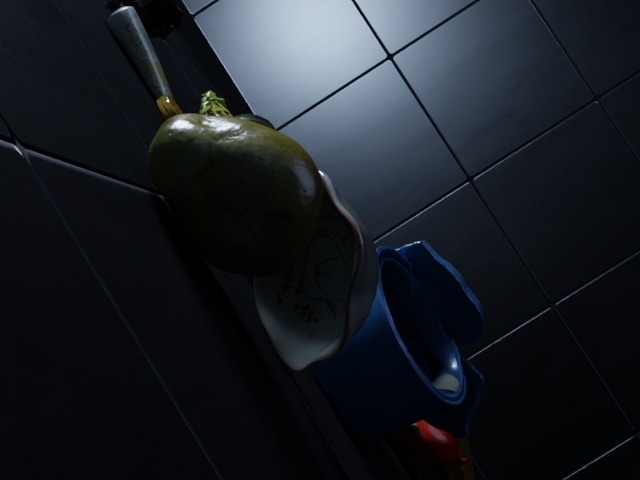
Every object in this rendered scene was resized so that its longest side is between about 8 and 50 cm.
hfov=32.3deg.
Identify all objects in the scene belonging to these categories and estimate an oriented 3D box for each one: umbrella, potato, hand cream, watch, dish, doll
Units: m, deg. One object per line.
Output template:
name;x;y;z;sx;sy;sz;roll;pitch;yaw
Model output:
umbrella;-0.309;-0.449;1.812;0.272;0.122;0.110;59;4;26
potato;-0.094;-0.053;1.157;0.194;0.157;0.157;33;7;-6
hand cream;-0.255;-0.265;1.612;0.194;0.042;0.067;61;2;-5
watch;0.103;0.169;1.532;0.305;0.241;0.274;60;20;0
dish;0.009;0.034;1.239;0.081;0.229;0.229;1;41;-32
doll;0.145;0.303;1.813;0.217;0.085;0.183;40;0;-3

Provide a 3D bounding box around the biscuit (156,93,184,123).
biscuit;-0.152;-0.086;1.474;0.240;0.035;0.158;58;1;-3

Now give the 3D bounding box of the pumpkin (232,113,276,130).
pumpkin;-0.101;-0.112;1.689;0.167;0.125;0.167;52;-7;9

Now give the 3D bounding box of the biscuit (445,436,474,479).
biscuit;0.269;0.408;2.274;0.376;0.051;0.269;70;12;-45

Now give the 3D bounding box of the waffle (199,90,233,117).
waffle;-0.155;-0.163;1.975;0.214;0.054;0.207;58;6;-33
